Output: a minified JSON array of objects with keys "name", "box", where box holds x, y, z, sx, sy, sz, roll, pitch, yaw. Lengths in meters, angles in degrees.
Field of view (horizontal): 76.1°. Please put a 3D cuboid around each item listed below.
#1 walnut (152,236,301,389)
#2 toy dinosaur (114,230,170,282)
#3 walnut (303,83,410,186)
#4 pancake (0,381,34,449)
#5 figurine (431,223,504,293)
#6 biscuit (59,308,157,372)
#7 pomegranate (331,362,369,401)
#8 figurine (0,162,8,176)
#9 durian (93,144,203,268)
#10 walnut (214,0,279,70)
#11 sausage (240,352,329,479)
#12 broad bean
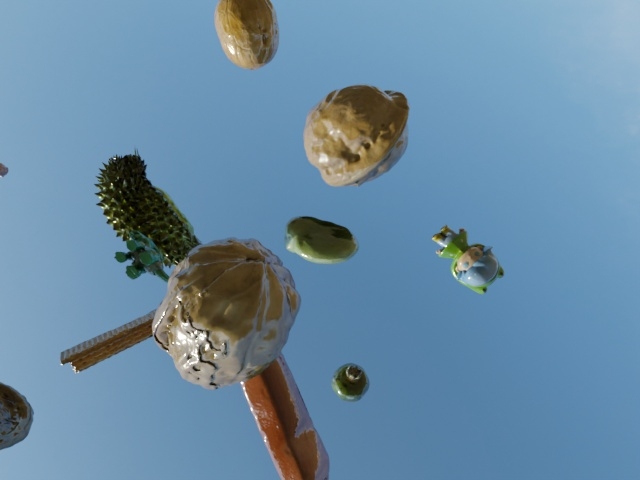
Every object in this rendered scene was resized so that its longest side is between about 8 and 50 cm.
[{"name":"walnut","box":[-0.131,0.101,0.579,0.198,0.245,0.198,16,-139,-15]},{"name":"toy dinosaur","box":[-0.325,0.033,0.774,0.059,0.096,0.132,-43,-89,9]},{"name":"walnut","box":[0.123,-0.370,1.454,0.384,0.383,0.383,5,-124,-8]},{"name":"pancake","box":[-0.713,0.346,0.839,0.235,0.212,0.029,32,-87,-17]},{"name":"figurine","box":[0.508,0.057,1.423,0.162,0.143,0.263,-44,-100,-2]},{"name":"biscuit","box":[-0.538,0.265,1.187,0.379,0.094,0.054,-25,-75,-28]},{"name":"pomegranate","box":[0.092,0.410,1.208,0.115,0.142,0.114,4,-132,-5]},{"name":"figurine","box":[-0.754,-0.145,0.853,0.144,0.114,0.178,-39,-112,-13]},{"name":"durian","box":[-0.440,-0.065,1.068,0.158,0.169,0.351,-35,-73,6]},{"name":"walnut","box":[-0.220,-0.634,1.239,0.196,0.221,0.195,-5,-148,3]},{"name":"sausage","box":[-0.079,0.330,0.791,0.097,0.094,0.348,-19,-94,-57]},{"name":"broad bean","box":[0.000,0.000,1.153,0.169,0.100,0.228,-27,-134,-36]}]
